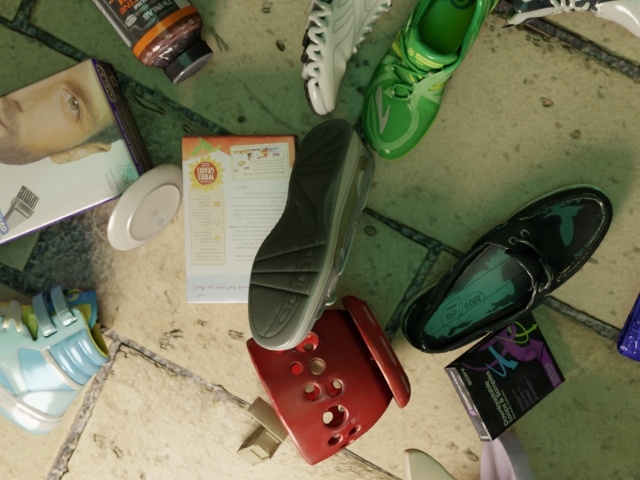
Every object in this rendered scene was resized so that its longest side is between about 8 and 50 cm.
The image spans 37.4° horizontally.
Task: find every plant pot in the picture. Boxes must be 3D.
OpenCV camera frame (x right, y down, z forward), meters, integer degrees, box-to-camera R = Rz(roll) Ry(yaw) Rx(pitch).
[{"bbox_3d":[0.016,0.179,1.266,0.174,0.191,0.191,-28,95,-1],"label":"plant pot"}]

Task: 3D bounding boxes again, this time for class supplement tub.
[{"bbox_3d":[-0.230,-0.308,1.264,0.106,0.106,0.198,-38,94,7],"label":"supplement tub"}]

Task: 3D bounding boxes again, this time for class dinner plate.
[{"bbox_3d":[-0.230,-0.041,1.283,0.017,0.141,0.141,38,99,20],"label":"dinner plate"}]

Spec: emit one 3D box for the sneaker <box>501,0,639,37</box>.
[{"bbox_3d":[0.318,-0.311,1.237,0.235,0.094,0.153,43,99,-2],"label":"sneaker"}]

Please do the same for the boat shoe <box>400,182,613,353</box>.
[{"bbox_3d":[0.256,0.044,1.276,0.340,0.113,0.127,-31,94,7],"label":"boat shoe"}]

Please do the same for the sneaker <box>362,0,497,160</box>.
[{"bbox_3d":[0.129,-0.237,1.226,0.109,0.123,0.295,31,115,8],"label":"sneaker"}]

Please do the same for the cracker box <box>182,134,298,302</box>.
[{"bbox_3d":[-0.108,-0.030,1.312,0.155,0.067,0.232,0,96,3],"label":"cracker box"}]

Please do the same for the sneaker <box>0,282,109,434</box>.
[{"bbox_3d":[-0.432,0.104,1.305,0.208,0.127,0.319,-44,115,5],"label":"sneaker"}]

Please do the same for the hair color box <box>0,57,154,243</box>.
[{"bbox_3d":[-0.419,-0.101,1.303,0.339,0.110,0.185,-22,95,4],"label":"hair color box"}]

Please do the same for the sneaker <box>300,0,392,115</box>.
[{"bbox_3d":[0.040,-0.308,1.254,0.118,0.110,0.292,9,98,-7],"label":"sneaker"}]

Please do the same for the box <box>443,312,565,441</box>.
[{"bbox_3d":[0.254,0.184,1.292,0.162,0.029,0.116,-31,96,-29],"label":"box"}]

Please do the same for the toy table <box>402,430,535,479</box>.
[{"bbox_3d":[0.202,0.406,1.273,0.161,0.252,0.274,-5,74,-11],"label":"toy table"}]

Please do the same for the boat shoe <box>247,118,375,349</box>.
[{"bbox_3d":[-0.002,-0.001,1.232,0.118,0.103,0.320,-3,62,38],"label":"boat shoe"}]

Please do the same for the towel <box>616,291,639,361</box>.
[{"bbox_3d":[0.589,0.105,1.282,0.308,0.076,0.228,20,99,1],"label":"towel"}]

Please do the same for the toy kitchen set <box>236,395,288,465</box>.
[{"bbox_3d":[-0.087,0.268,1.368,0.068,0.075,0.083,42,58,-5],"label":"toy kitchen set"}]
